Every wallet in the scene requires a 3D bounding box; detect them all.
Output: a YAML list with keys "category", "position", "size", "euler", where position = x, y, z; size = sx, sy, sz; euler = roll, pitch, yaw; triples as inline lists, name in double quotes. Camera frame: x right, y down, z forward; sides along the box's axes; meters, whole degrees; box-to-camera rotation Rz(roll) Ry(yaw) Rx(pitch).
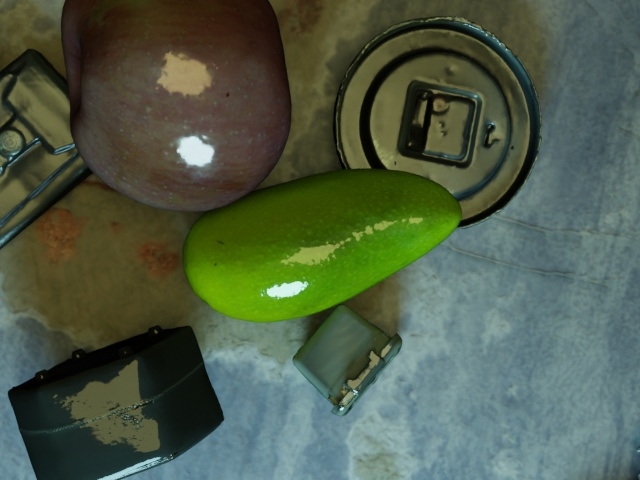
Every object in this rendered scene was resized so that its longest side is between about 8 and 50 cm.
- category: "wallet"
  position: [-0.389, -0.098, 1.218]
  size: [0.245, 0.052, 0.168]
  euler: [-41, 103, -3]

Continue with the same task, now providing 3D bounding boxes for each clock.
- category: "clock"
  position: [0.151, -0.151, 1.298]
  size: [0.280, 0.055, 0.281]
  euler: [0, 90, -8]

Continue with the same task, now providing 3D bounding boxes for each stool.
- category: "stool"
  position: [-0.240, 0.193, 1.163]
  size: [0.232, 0.232, 0.141]
  euler: [-19, 95, -8]

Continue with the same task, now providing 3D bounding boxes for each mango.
- category: "mango"
  position: [0.000, 0.000, 1.187]
  size: [0.343, 0.192, 0.156]
  euler: [-16, 117, 10]

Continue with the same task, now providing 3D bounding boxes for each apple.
- category: "apple"
  position: [-0.170, -0.184, 1.134]
  size: [0.235, 0.305, 0.306]
  euler: [-4, 91, -24]

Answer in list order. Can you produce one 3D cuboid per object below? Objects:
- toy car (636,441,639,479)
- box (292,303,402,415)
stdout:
- category: "toy car"
  position: [0.485, 0.295, 1.331]
  size: [0.139, 0.112, 0.112]
  euler: [-21, 77, -17]
- category: "box"
  position: [0.031, 0.146, 1.232]
  size: [0.093, 0.172, 0.124]
  euler: [40, 83, 9]
